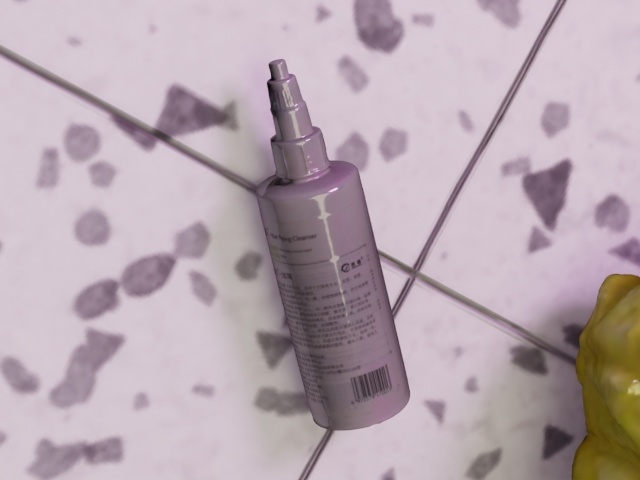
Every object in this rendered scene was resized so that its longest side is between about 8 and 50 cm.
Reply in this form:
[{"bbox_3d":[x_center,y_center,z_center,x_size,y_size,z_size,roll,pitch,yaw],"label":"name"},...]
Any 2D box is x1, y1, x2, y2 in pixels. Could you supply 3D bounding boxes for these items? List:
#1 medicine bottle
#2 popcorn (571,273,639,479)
[{"bbox_3d":[0.000,0.000,1.007,0.057,0.057,0.199,-21,110,-18],"label":"medicine bottle"},{"bbox_3d":[0.247,0.110,1.046,0.256,0.255,0.195,48,44,14],"label":"popcorn"}]
